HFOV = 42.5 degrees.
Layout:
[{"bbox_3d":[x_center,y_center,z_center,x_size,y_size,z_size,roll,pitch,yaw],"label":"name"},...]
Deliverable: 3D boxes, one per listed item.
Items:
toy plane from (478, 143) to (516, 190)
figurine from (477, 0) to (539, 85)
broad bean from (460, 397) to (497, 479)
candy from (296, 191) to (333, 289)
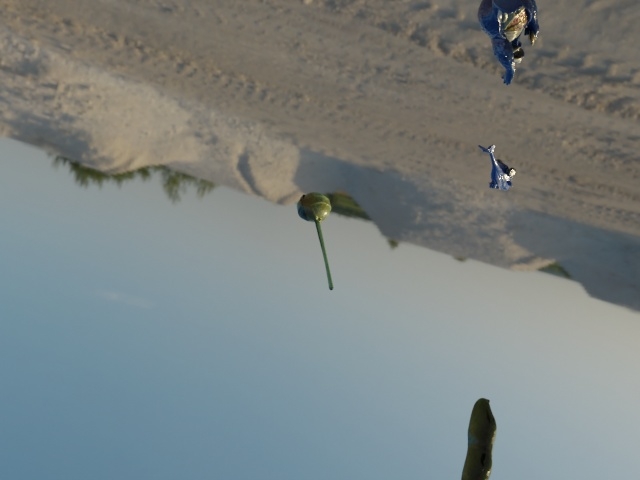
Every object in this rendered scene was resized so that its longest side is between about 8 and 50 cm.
[{"bbox_3d":[0.387,-0.158,1.812,0.054,0.062,0.167,41,171,41],"label":"toy plane"},{"bbox_3d":[0.421,-0.493,1.867,0.120,0.164,0.262,22,149,26],"label":"figurine"},{"bbox_3d":[0.217,0.342,1.209,0.069,0.227,0.039,29,160,-3],"label":"broad bean"},{"bbox_3d":[0.000,0.000,1.448,0.061,0.203,0.061,-8,148,-5],"label":"candy"}]
